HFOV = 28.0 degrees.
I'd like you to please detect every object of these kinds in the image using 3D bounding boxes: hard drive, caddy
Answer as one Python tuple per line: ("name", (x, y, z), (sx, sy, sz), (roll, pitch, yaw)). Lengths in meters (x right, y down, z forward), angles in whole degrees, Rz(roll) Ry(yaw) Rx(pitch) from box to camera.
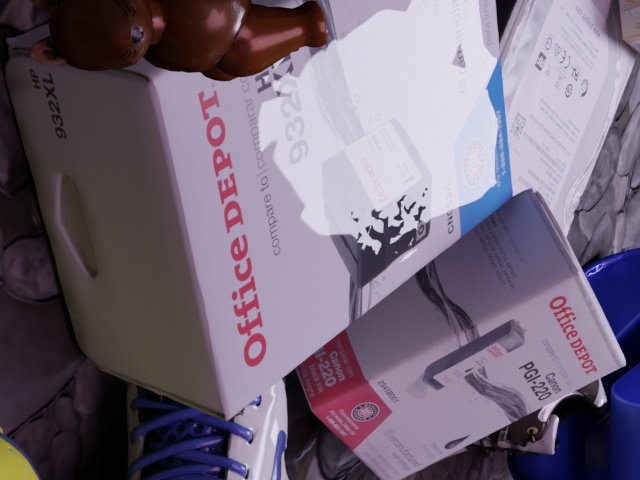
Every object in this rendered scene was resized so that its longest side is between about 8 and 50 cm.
("hard drive", (0.162, -0.084, 1.102), (0.237, 0.064, 0.339), (31, 81, -53))
("caddy", (0.329, 0.152, 1.272), (0.341, 0.241, 0.179), (-34, 123, -39))

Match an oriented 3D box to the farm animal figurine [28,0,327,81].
("farm animal figurine", (-0.121, -0.218, 0.491), (0.172, 0.327, 0.330), (-15, 126, -12))

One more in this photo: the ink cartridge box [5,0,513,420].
("ink cartridge box", (-0.019, -0.068, 0.812), (0.307, 0.129, 0.223), (-35, 128, -39))

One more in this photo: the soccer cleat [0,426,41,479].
("soccer cleat", (-0.219, 0.124, 0.698), (0.121, 0.093, 0.289), (-78, 153, -50))

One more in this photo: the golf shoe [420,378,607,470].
("golf shoe", (0.158, 0.159, 1.122), (0.198, 0.094, 0.077), (-34, 152, 2))

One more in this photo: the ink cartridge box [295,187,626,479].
("ink cartridge box", (0.104, 0.078, 0.972), (0.218, 0.092, 0.158), (-30, 141, 7))

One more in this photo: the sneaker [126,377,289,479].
("sneaker", (-0.088, 0.171, 0.803), (0.315, 0.127, 0.182), (-52, 136, -74))

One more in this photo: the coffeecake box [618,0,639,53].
("coffeecake box", (0.319, -0.257, 1.166), (0.142, 0.068, 0.185), (16, 67, -55))
